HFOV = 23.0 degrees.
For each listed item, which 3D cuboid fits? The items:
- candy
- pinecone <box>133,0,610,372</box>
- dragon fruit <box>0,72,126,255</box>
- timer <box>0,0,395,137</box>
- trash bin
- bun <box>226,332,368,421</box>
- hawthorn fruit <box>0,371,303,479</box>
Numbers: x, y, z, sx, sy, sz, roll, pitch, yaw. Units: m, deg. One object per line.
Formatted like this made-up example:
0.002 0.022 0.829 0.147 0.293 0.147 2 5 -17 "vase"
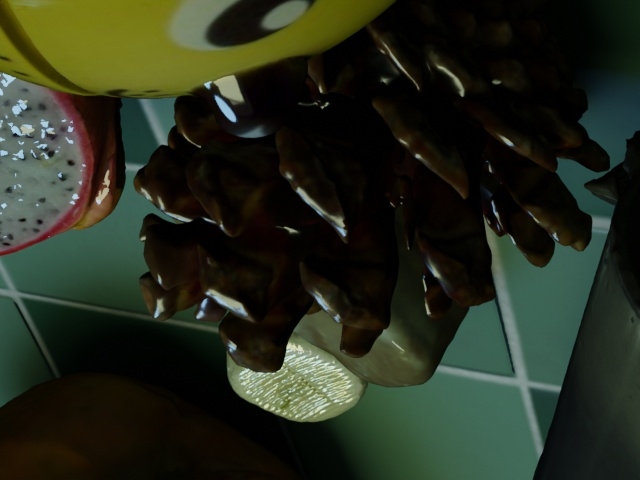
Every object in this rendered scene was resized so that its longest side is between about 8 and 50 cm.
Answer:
0.000 0.000 1.095 0.234 0.104 0.102 46 140 -18 "candy"
0.022 -0.042 0.900 0.244 0.244 0.309 41 115 -12 "pinecone"
-0.258 -0.136 1.028 0.290 0.189 0.291 2 143 1 "dragon fruit"
-0.038 -0.220 0.678 0.387 0.376 0.376 10 139 15 "timer"
0.249 0.102 0.957 0.252 0.203 0.301 44 149 29 "trash bin"
-0.016 0.090 1.241 0.115 0.069 0.115 3 139 3 "bun"
-0.187 0.347 1.366 0.471 0.472 0.472 19 142 16 "hawthorn fruit"
